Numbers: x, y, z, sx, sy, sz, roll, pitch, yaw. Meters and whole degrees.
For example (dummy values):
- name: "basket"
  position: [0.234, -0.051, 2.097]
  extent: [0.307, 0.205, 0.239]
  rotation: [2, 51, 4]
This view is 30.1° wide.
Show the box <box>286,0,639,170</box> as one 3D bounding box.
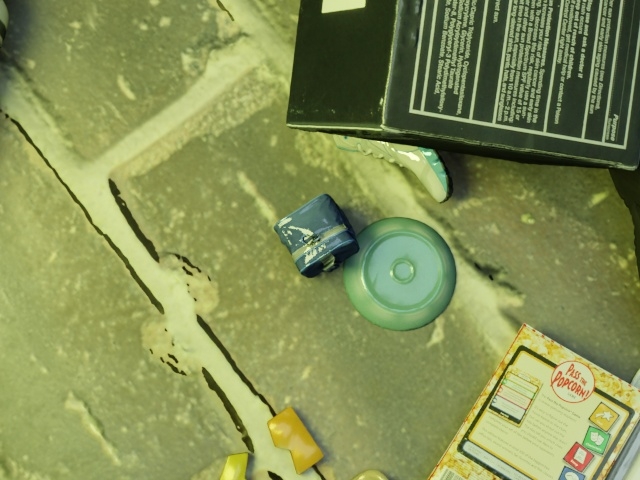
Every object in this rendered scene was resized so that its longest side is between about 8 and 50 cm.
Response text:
- name: "box"
  position: [0.147, -0.226, 1.094]
  extent: [0.294, 0.182, 0.297]
  rotation: [6, 93, -30]

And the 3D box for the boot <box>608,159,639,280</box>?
- name: "boot"
  position: [0.453, -0.038, 1.194]
  extent: [0.284, 0.138, 0.378]
  rotation: [-13, 76, -18]

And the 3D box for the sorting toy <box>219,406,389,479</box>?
- name: "sorting toy"
  position: [-0.004, 0.332, 1.159]
  extent: [0.229, 0.041, 0.307]
  rotation: [-34, 86, -9]

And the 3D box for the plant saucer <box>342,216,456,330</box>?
- name: "plant saucer"
  position: [0.083, 0.033, 1.223]
  extent: [0.119, 0.021, 0.119]
  rotation: [1, 82, -5]

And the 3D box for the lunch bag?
- name: "lunch bag"
  position: [0.000, 0.000, 1.178]
  extent: [0.067, 0.098, 0.065]
  rotation: [-32, 81, 5]

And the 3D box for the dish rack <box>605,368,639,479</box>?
- name: "dish rack"
  position: [0.390, 0.307, 1.189]
  extent: [0.285, 0.072, 0.333]
  rotation: [31, 79, 0]

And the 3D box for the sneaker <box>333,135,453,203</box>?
- name: "sneaker"
  position: [0.061, -0.107, 1.227]
  extent: [0.083, 0.071, 0.191]
  rotation: [-38, 84, 4]

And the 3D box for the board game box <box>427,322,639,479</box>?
- name: "board game box"
  position: [0.216, 0.202, 1.178]
  extent: [0.146, 0.045, 0.194]
  rotation: [31, 80, 18]

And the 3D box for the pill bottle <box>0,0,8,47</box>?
- name: "pill bottle"
  position: [-0.395, -0.179, 1.137]
  extent: [0.161, 0.161, 0.283]
  rotation: [16, 80, -3]
